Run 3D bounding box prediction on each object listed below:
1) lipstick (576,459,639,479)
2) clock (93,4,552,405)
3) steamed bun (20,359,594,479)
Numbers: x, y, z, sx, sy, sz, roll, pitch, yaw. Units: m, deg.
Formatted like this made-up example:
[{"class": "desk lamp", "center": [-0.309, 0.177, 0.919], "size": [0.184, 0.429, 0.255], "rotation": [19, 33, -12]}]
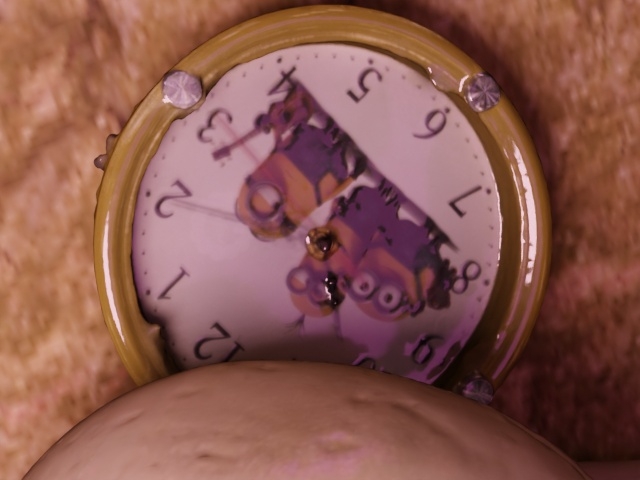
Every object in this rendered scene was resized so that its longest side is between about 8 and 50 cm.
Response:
[{"class": "lipstick", "center": [0.168, 0.161, 0.851], "size": [0.327, 0.087, 0.087], "rotation": [1, 97, -20]}, {"class": "clock", "center": [0.000, 0.000, 0.786], "size": [0.237, 0.057, 0.237], "rotation": [-2, 97, -18]}, {"class": "steamed bun", "center": [-0.016, 0.216, 0.660], "size": [0.334, 0.233, 0.312], "rotation": [-11, 109, 18]}]
